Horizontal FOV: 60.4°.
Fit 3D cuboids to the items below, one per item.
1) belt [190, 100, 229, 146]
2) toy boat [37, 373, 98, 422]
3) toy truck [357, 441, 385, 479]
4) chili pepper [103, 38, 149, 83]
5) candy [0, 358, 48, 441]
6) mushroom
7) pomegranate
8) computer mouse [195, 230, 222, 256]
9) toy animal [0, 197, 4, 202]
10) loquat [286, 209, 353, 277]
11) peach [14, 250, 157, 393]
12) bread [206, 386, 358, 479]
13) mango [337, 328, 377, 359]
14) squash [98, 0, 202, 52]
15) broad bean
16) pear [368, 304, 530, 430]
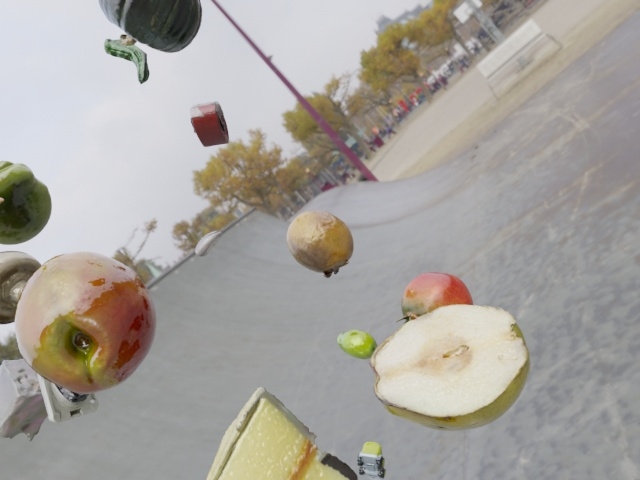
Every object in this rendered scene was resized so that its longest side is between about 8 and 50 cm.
[{"bbox_3d":[-0.435,-0.446,2.124,0.124,0.127,0.200,-9,-28,2],"label":"belt"},{"bbox_3d":[-0.685,0.345,1.480,0.141,0.269,0.141,-11,-6,-1],"label":"toy boat"},{"bbox_3d":[0.149,0.619,1.544,0.076,0.111,0.077,2,34,19],"label":"toy truck"},{"bbox_3d":[-0.532,-0.514,1.547,0.073,0.182,0.050,-42,-21,-22],"label":"chili pepper"},{"bbox_3d":[-0.908,0.476,1.666,0.195,0.185,0.137,-56,-31,13],"label":"candy"},{"bbox_3d":[-0.816,0.136,1.476,0.207,0.215,0.207,16,-90,-73],"label":"mushroom"},{"bbox_3d":[0.344,0.213,1.686,0.257,0.220,0.221,-31,0,-21],"label":"pomegranate"},{"bbox_3d":[-0.333,0.005,1.618,0.096,0.039,0.066,-52,0,0],"label":"computer mouse"},{"bbox_3d":[-0.837,-0.105,1.294,0.083,0.070,0.159,10,9,39],"label":"toy animal"},{"bbox_3d":[0.000,0.000,1.833,0.193,0.238,0.238,-40,5,22],"label":"loquat"},{"bbox_3d":[-0.519,0.174,1.228,0.308,0.307,0.332,-44,27,-9],"label":"peach"},{"bbox_3d":[-0.115,0.606,1.179,0.242,0.346,0.405,-51,5,30],"label":"bread"},{"bbox_3d":[0.122,0.337,1.790,0.163,0.117,0.089,156,134,-76],"label":"mango"},{"bbox_3d":[-0.346,-0.481,1.129,0.218,0.218,0.172,-61,-19,-76],"label":"squash"},{"bbox_3d":[-1.021,-0.121,1.829,0.238,0.119,0.290,-3,-66,-44],"label":"broad bean"},{"bbox_3d":[0.335,0.345,1.382,0.387,0.191,0.340,-19,34,14],"label":"pear"}]
